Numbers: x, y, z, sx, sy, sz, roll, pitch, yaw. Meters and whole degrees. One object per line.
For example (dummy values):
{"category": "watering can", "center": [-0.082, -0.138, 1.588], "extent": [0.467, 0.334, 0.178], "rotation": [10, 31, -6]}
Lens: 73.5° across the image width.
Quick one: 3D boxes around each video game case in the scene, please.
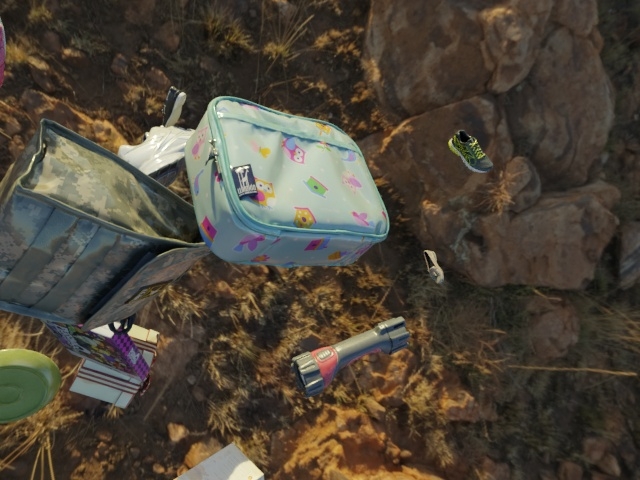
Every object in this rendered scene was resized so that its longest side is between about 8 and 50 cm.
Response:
{"category": "video game case", "center": [-0.509, 0.223, 0.963], "extent": [0.210, 0.232, 0.042], "rotation": [17, 51, 10]}

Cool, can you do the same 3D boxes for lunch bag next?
{"category": "lunch bag", "center": [-0.326, 0.012, 0.637], "extent": [0.287, 0.235, 0.169], "rotation": [29, 33, -41]}
{"category": "lunch bag", "center": [-0.043, -0.081, 0.597], "extent": [0.279, 0.108, 0.224], "rotation": [5, 59, -41]}

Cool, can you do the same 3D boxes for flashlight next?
{"category": "flashlight", "center": [0.081, 0.292, 1.084], "extent": [0.303, 0.103, 0.103], "rotation": [-16, 82, -22]}

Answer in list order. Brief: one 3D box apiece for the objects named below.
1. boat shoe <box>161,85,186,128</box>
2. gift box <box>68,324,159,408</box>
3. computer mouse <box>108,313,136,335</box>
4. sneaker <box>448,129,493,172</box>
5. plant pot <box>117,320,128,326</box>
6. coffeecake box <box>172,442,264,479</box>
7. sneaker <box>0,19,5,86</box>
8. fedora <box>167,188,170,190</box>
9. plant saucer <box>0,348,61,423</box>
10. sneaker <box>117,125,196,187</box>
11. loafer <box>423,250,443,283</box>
{"category": "boat shoe", "center": [-0.369, -0.323, 1.056], "extent": [0.038, 0.125, 0.046], "rotation": [38, 47, -7]}
{"category": "gift box", "center": [-0.779, 0.471, 1.685], "extent": [0.258, 0.255, 0.276], "rotation": [29, 112, -23]}
{"category": "computer mouse", "center": [-0.347, 0.058, 0.807], "extent": [0.071, 0.041, 0.242], "rotation": [21, 85, -32]}
{"category": "sneaker", "center": [0.235, -0.139, 0.668], "extent": [0.031, 0.035, 0.083], "rotation": [-37, 68, -18]}
{"category": "plant pot", "center": [-0.820, 0.159, 1.453], "extent": [0.333, 0.305, 0.334], "rotation": [2, 72, -6]}
{"category": "coffeecake box", "center": [-0.249, 0.596, 1.027], "extent": [0.185, 0.142, 0.068], "rotation": [-18, 115, -40]}
{"category": "sneaker", "center": [-0.377, -0.218, 0.342], "extent": [0.299, 0.112, 0.121], "rotation": [40, 62, -2]}
{"category": "fedora", "center": [-0.710, -0.104, 1.611], "extent": [0.333, 0.152, 0.334], "rotation": [-10, 112, -26]}
{"category": "plant saucer", "center": [-0.821, 0.394, 1.126], "extent": [0.240, 0.037, 0.241], "rotation": [-14, 121, -24]}
{"category": "sneaker", "center": [-0.341, -0.229, 1.025], "extent": [0.129, 0.111, 0.297], "rotation": [43, 45, 4]}
{"category": "loafer", "center": [0.383, 0.090, 1.470], "extent": [0.039, 0.045, 0.125], "rotation": [17, 49, -38]}
